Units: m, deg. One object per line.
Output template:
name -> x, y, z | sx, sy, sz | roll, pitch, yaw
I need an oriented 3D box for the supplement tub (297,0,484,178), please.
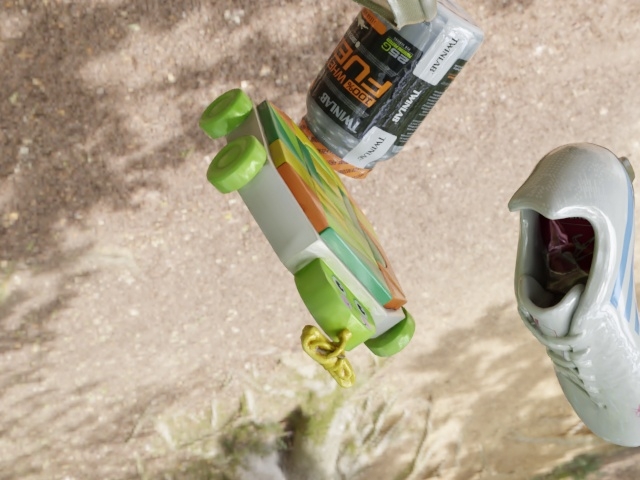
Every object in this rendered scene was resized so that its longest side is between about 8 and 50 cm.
supplement tub -> 0.106, -0.268, 1.317 | 0.193, 0.194, 0.316 | 12, 124, -43

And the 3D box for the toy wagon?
toy wagon -> 0.000, 0.000, 0.754 | 0.068, 0.344, 0.267 | -36, 121, 10

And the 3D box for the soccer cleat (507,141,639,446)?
soccer cleat -> 0.236, 0.075, 0.737 | 0.116, 0.331, 0.143 | 6, -149, 45

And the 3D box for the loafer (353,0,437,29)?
loafer -> -0.009, -0.253, 0.681 | 0.092, 0.268, 0.102 | -45, 154, 1
